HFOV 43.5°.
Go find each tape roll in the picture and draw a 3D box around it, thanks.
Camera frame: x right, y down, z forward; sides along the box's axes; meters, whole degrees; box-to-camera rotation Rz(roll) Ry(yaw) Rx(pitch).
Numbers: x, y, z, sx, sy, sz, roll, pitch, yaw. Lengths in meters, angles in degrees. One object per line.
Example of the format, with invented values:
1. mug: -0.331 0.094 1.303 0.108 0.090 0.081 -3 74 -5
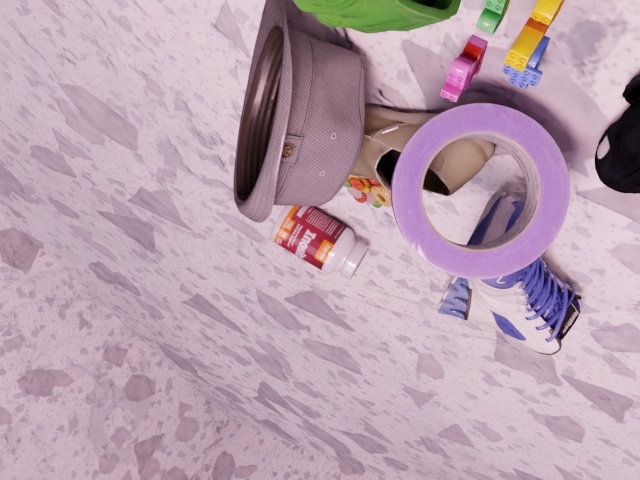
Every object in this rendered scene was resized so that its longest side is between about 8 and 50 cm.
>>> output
1. tape roll: 0.172 -0.054 0.889 0.189 0.189 0.080 33 -176 2

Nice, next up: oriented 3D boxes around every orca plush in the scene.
1. orca plush: 0.360 -0.079 0.733 0.287 0.102 0.151 -1 139 51

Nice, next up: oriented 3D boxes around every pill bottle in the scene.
1. pill bottle: 0.000 0.000 1.341 0.152 0.086 0.086 30 156 7

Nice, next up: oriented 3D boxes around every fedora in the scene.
1. fedora: -0.021 -0.149 0.972 0.124 0.275 0.243 8 -165 -17

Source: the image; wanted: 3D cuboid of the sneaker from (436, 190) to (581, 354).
1. sneaker: 0.275 0.056 1.086 0.182 0.127 0.315 25 162 10

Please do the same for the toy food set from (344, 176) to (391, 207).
1. toy food set: 0.068 -0.078 1.190 0.083 0.020 0.083 44 154 -24

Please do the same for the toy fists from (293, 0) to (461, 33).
1. toy fists: -0.005 -0.265 0.734 0.279 0.096 0.142 11 176 -36

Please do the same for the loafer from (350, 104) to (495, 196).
1. loafer: 0.088 -0.109 1.021 0.269 0.092 0.102 5 143 47

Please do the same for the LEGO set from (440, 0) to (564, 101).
1. LEGO set: 0.176 -0.193 0.757 0.087 0.093 0.227 28 155 12
